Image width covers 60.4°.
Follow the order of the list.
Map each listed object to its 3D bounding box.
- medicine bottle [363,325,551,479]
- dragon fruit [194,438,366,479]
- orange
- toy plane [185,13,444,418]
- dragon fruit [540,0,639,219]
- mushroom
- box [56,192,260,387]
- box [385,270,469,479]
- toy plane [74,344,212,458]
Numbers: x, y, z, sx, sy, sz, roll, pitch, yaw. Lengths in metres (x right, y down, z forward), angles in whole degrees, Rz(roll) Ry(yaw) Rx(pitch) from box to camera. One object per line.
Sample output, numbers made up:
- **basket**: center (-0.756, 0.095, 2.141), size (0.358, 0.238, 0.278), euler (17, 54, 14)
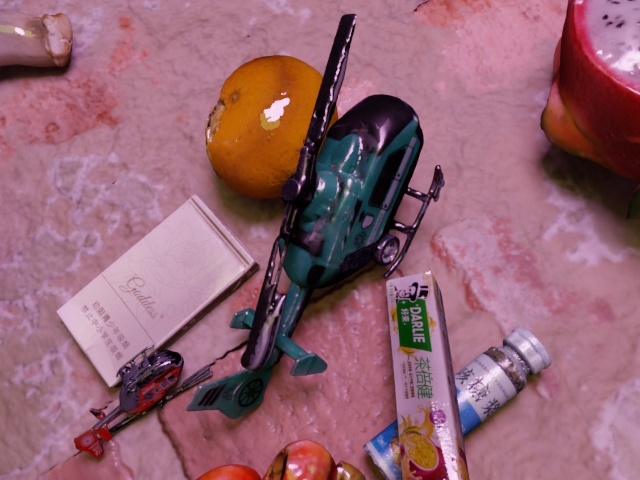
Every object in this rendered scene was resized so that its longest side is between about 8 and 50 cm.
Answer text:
- **medicine bottle**: center (0.130, 0.157, 0.521), size (0.191, 0.051, 0.051), euler (-36, 73, -7)
- **dragon fruit**: center (-0.103, 0.293, 0.410), size (0.243, 0.227, 0.308), euler (13, 72, 4)
- **orange**: center (-0.050, -0.116, 0.588), size (0.156, 0.134, 0.157), euler (-30, 40, 28)
- **toy plane**: center (0.000, 0.000, 0.524), size (0.106, 0.155, 0.382), euler (30, 97, 37)
- **dragon fruit**: center (0.361, -0.159, 0.538), size (0.290, 0.189, 0.291), euler (-3, 64, 6)
- **mushroom**: center (-0.437, -0.217, 0.668), size (0.277, 0.099, 0.096), euler (-24, 78, -6)
- **box**: center (-0.173, 0.052, 0.592), size (0.198, 0.029, 0.109), euler (-41, 74, -7)
- **box**: center (0.094, 0.123, 0.501), size (0.049, 0.041, 0.207), euler (-13, 50, 17)
- **toy plane**: center (-0.183, 0.157, 0.549), size (0.145, 0.060, 0.037), euler (-39, 35, -12)
